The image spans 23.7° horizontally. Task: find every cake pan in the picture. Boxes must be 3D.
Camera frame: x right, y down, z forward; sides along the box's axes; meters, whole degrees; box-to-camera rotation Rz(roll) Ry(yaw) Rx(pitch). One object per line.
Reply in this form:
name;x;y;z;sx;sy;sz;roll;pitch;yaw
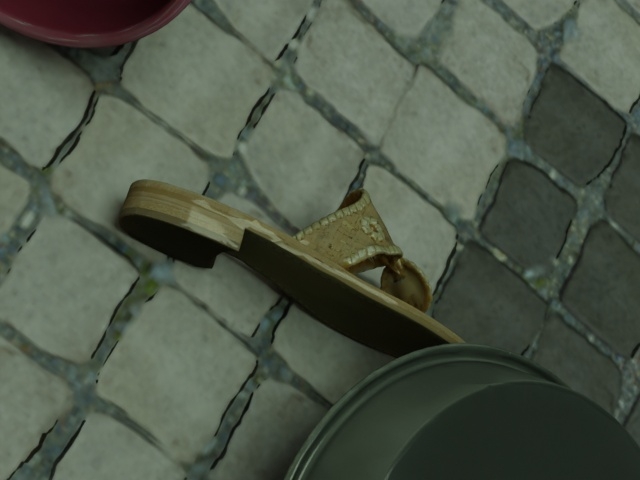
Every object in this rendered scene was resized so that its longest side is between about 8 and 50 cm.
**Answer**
cake pan;0.096;0.203;0.839;0.293;0.054;0.293;4;83;-36

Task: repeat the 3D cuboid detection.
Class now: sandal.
sandal;0.003;-0.001;0.906;0.240;0.088;0.079;25;70;-19

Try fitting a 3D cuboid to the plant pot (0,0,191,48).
plant pot;-0.118;-0.236;0.847;0.201;0.201;0.180;43;42;-15
